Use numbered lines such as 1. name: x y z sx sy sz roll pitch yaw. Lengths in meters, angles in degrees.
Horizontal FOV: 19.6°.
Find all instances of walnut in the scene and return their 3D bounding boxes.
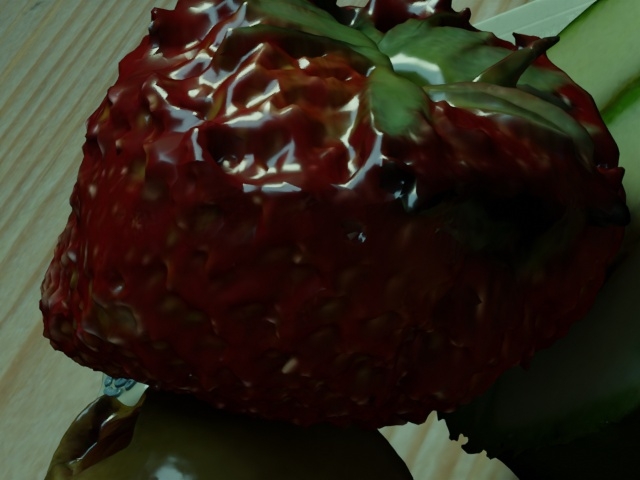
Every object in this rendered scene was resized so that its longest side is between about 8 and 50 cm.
1. walnut: -0.056 0.172 1.019 0.203 0.203 0.298 -51 5 -17

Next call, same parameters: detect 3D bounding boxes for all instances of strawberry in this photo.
1. strawberry: -0.001 -0.002 0.899 0.261 0.261 0.258 -105 33 -60

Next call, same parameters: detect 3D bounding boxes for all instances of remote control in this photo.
1. remote control: -0.139 0.094 1.410 0.074 0.032 0.122 -33 30 16

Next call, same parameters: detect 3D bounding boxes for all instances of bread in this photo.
1. bread: 0.217 -0.004 0.947 0.366 0.129 0.382 -49 29 13

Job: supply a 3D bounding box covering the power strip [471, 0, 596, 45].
1. power strip: 0.204 -0.129 1.227 0.338 0.058 0.098 -18 60 39
